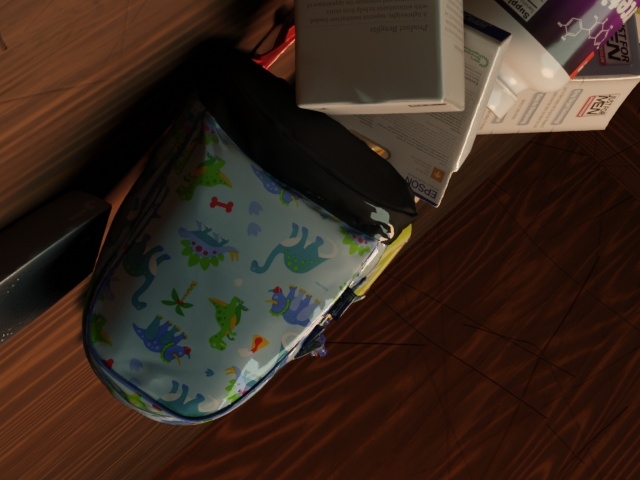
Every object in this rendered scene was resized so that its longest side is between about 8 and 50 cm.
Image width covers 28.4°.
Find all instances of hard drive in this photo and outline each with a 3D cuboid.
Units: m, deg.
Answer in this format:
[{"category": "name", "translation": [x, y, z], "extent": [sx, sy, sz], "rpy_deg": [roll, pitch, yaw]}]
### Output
[{"category": "hard drive", "translation": [-0.332, 0.055, 1.308], "extent": [0.254, 0.054, 0.172], "rpy_deg": [-41, 170, -32]}]

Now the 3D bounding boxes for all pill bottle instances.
[{"category": "pill bottle", "translation": [0.276, -0.301, 1.472], "extent": [0.323, 0.181, 0.181], "rpy_deg": [-47, 170, 9]}]

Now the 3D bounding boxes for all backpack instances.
[{"category": "backpack", "translation": [-0.106, 0.027, 1.361], "extent": [0.355, 0.290, 0.273], "rpy_deg": [-45, -162, 22]}]

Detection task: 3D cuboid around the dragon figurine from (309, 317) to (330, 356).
[{"category": "dragon figurine", "translation": [-0.106, 0.090, 1.925], "extent": [0.144, 0.289, 0.085], "rpy_deg": [-27, -143, 28]}]

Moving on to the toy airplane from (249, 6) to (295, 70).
[{"category": "toy airplane", "translation": [-0.063, -0.207, 1.445], "extent": [0.151, 0.028, 0.151], "rpy_deg": [-45, 172, -8]}]

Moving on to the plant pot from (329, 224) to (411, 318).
[{"category": "plant pot", "translation": [0.000, 0.000, 2.054], "extent": [0.228, 0.207, 0.227], "rpy_deg": [-35, 165, -53]}]

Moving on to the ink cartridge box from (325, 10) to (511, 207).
[{"category": "ink cartridge box", "translation": [0.084, -0.182, 1.453], "extent": [0.045, 0.223, 0.224], "rpy_deg": [-40, 155, -50]}]

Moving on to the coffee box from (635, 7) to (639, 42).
[{"category": "coffee box", "translation": [0.533, -0.466, 1.693], "extent": [0.337, 0.338, 0.334], "rpy_deg": [-38, 141, -41]}]

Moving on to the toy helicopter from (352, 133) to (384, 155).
[{"category": "toy helicopter", "translation": [-0.042, -0.057, 1.733], "extent": [0.235, 0.140, 0.355], "rpy_deg": [-19, 167, -43]}]

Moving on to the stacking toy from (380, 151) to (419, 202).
[{"category": "stacking toy", "translation": [0.024, -0.030, 2.327], "extent": [0.330, 0.141, 0.141], "rpy_deg": [-42, 173, 21]}]

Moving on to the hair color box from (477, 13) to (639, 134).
[{"category": "hair color box", "translation": [0.210, -0.221, 1.664], "extent": [0.374, 0.114, 0.185], "rpy_deg": [-2, 164, -4]}]

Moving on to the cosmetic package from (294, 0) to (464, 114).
[{"category": "cosmetic package", "translation": [0.064, -0.225, 1.301], "extent": [0.151, 0.151, 0.184], "rpy_deg": [-11, 100, -74]}]
